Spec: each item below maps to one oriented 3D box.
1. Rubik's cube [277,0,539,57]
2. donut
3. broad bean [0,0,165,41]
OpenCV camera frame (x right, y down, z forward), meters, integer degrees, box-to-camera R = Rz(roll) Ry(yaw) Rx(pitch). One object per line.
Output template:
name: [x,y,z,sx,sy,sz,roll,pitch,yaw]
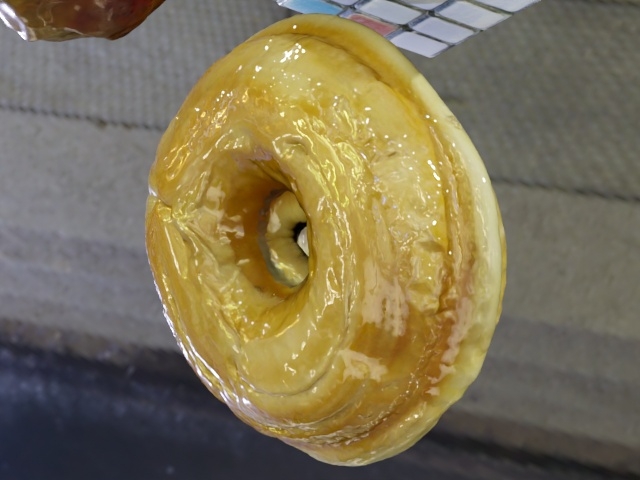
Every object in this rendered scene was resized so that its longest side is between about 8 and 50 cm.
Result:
Rubik's cube: [0.079,-0.356,1.717,0.253,0.256,0.259,16,167,-19]
donut: [0.000,0.000,1.719,0.449,0.198,0.449,5,98,45]
broad bean: [-0.126,-0.221,1.101,0.122,0.228,0.156,37,164,33]
